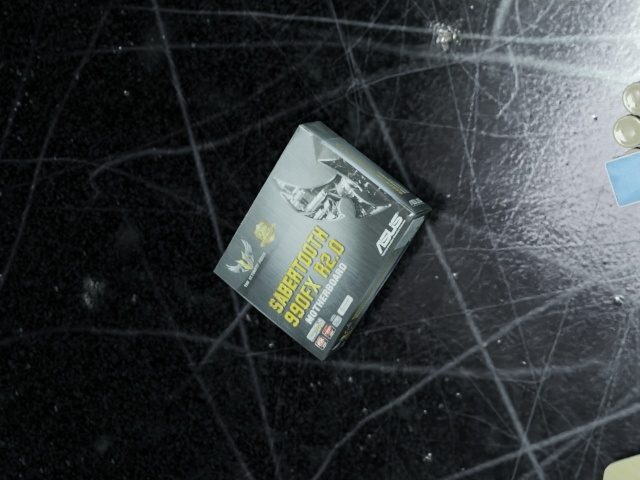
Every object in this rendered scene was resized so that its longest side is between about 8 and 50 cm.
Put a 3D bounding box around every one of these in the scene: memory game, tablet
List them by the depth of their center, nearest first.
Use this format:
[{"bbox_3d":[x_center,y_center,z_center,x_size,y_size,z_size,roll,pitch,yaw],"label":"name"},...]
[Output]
[{"bbox_3d":[0.404,-0.114,1.630,0.186,0.012,0.186,6,103,26],"label":"memory game"},{"bbox_3d":[0.355,-0.072,1.652,0.083,0.006,0.054,-17,92,29],"label":"tablet"}]

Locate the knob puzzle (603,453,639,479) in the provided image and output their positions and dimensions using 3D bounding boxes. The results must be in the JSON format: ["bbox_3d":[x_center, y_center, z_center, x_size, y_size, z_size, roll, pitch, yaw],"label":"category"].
[{"bbox_3d":[0.402,0.315,1.705,0.213,0.030,0.213,6,103,26],"label":"knob puzzle"}]

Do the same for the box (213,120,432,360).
[{"bbox_3d":[0.000,0.000,1.835,0.183,0.056,0.231,39,114,15],"label":"box"}]
